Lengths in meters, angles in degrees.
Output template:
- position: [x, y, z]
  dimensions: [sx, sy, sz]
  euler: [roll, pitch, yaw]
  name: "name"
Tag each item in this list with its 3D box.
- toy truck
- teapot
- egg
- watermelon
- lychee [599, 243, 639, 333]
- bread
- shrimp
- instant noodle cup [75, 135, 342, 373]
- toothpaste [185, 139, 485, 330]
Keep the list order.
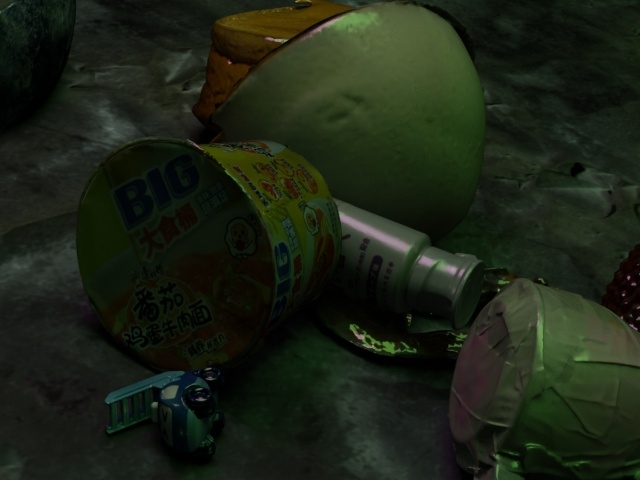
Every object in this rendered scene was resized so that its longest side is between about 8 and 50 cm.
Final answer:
- position: [-0.122, 0.132, 1.232]
  dimensions: [0.090, 0.056, 0.073]
  euler: [3, 25, 6]
  name: "toy truck"
- position: [0.209, 0.142, 1.244]
  dimensions: [0.178, 0.163, 0.222]
  euler: [16, 29, -12]
  name: "teapot"
- position: [0.046, -0.087, 1.478]
  dimensions: [0.286, 0.264, 0.174]
  euler: [21, 37, -53]
  name: "egg"
- position: [-0.375, -0.192, 1.624]
  dimensions: [0.226, 0.148, 0.318]
  euler: [13, 39, 35]
  name: "watermelon"
- position: [0.338, 0.072, 1.396]
  dimensions: [0.194, 0.194, 0.194]
  euler: [10, 30, -6]
  name: "lychee"
- position: [-0.013, -0.173, 1.684]
  dimensions: [0.195, 0.143, 0.269]
  euler: [19, 22, 34]
  name: "bread"
- position: [0.113, 0.064, 1.447]
  dimensions: [0.250, 0.052, 0.144]
  euler: [-1, 39, -6]
  name: "shrimp"
- position: [-0.087, 0.004, 1.335]
  dimensions: [0.205, 0.205, 0.153]
  euler: [28, 23, 22]
  name: "instant noodle cup"
- position: [0.000, 0.000, 1.409]
  dimensions: [0.299, 0.114, 0.073]
  euler: [20, 42, 22]
  name: "toothpaste"
